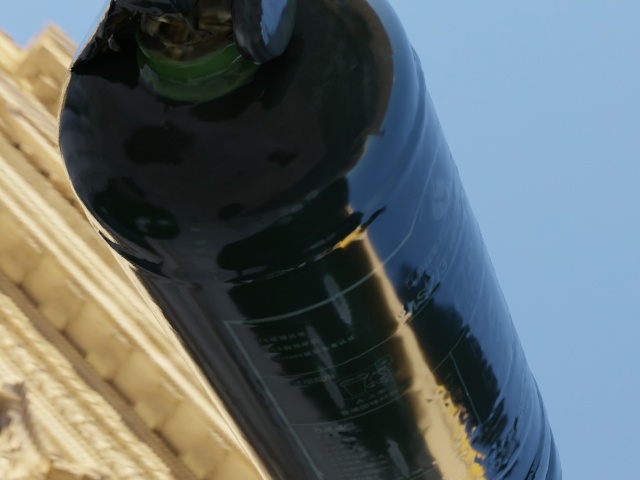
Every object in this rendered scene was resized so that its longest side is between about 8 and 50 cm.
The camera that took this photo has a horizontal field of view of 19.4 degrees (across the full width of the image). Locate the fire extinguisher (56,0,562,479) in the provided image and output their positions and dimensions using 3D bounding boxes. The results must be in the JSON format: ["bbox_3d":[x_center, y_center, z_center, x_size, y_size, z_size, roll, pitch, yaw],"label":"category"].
[{"bbox_3d":[0.000,0.000,0.534,0.095,0.311,0.114,9,-118,24],"label":"fire extinguisher"}]
